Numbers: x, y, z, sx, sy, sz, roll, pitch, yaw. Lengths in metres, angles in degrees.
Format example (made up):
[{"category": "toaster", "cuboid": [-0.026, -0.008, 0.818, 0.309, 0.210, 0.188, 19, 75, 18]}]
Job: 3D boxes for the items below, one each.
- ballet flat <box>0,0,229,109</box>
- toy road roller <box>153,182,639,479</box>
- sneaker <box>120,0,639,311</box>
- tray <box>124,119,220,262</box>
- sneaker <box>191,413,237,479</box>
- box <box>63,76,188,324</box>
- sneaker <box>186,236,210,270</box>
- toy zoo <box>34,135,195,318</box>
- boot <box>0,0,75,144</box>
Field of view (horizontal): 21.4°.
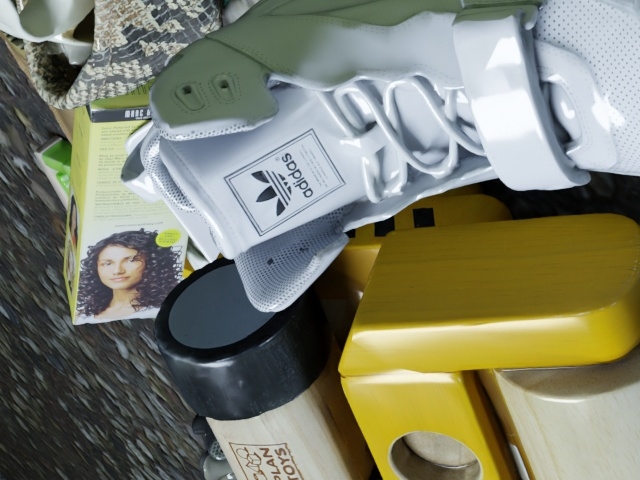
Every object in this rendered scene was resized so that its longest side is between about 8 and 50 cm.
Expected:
[{"category": "ballet flat", "cuboid": [-0.180, -0.258, 0.968, 0.164, 0.182, 0.483, 35, 154, 36]}, {"category": "toy road roller", "cuboid": [0.083, 0.050, 0.989, 0.329, 0.241, 0.202, -3, 130, 26]}, {"category": "sneaker", "cuboid": [0.055, -0.054, 0.809, 0.366, 0.210, 0.137, 20, 144, 51]}, {"category": "tray", "cuboid": [0.000, 0.000, 1.163, 0.270, 0.145, 0.030, 54, -160, -10]}, {"category": "sneaker", "cuboid": [-0.014, 0.176, 1.412, 0.227, 0.130, 0.087, 18, 147, 29]}, {"category": "box", "cuboid": [-0.139, -0.034, 1.243, 0.232, 0.087, 0.058, 101, 157, -46]}, {"category": "sneaker", "cuboid": [-0.004, 0.068, 1.264, 0.292, 0.108, 0.169, 32, 155, 41]}, {"category": "toy zoo", "cuboid": [-0.139, 0.015, 1.539, 0.293, 0.030, 0.192, 21, 144, 50]}, {"category": "boot", "cuboid": [-0.196, -0.134, 1.324, 0.236, 0.089, 0.269, 60, 178, 36]}]
